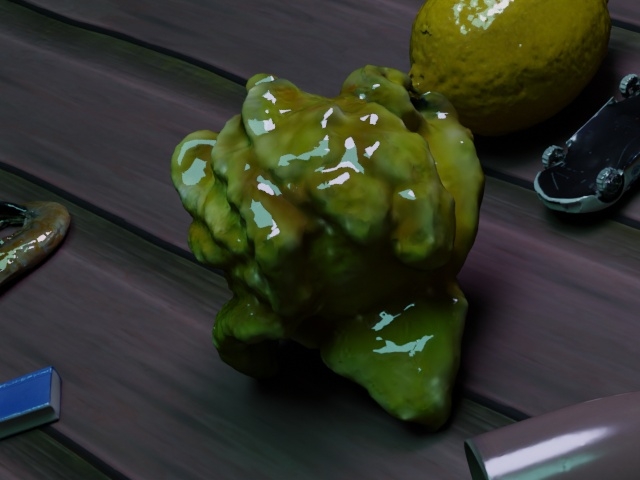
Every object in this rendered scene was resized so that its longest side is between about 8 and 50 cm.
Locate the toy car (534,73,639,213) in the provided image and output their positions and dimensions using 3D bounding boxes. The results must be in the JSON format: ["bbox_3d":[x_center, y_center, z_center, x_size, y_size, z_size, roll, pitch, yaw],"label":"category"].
[{"bbox_3d":[0.299,-0.094,1.949,0.205,0.056,0.095,-43,39,-16],"label":"toy car"}]

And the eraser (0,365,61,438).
[{"bbox_3d":[-0.311,0.169,2.023,0.085,0.027,0.063,-20,37,9],"label":"eraser"}]

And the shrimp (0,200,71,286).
[{"bbox_3d":[-0.391,0.014,2.249,0.219,0.046,0.152,-41,39,-26],"label":"shrimp"}]

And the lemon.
[{"bbox_3d":[0.199,-0.209,2.044,0.257,0.188,0.188,-31,36,-12],"label":"lemon"}]

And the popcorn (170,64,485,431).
[{"bbox_3d":[-0.003,0.005,1.833,0.326,0.290,0.321,-41,31,31],"label":"popcorn"}]

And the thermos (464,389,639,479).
[{"bbox_3d":[0.263,0.186,1.546,0.265,0.146,0.176,-19,12,-1],"label":"thermos"}]
